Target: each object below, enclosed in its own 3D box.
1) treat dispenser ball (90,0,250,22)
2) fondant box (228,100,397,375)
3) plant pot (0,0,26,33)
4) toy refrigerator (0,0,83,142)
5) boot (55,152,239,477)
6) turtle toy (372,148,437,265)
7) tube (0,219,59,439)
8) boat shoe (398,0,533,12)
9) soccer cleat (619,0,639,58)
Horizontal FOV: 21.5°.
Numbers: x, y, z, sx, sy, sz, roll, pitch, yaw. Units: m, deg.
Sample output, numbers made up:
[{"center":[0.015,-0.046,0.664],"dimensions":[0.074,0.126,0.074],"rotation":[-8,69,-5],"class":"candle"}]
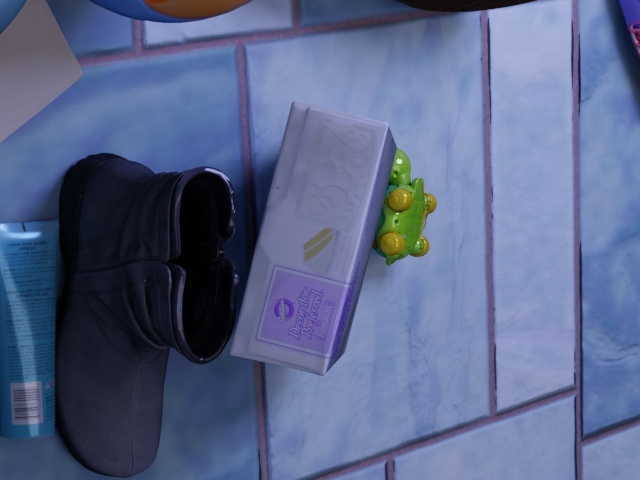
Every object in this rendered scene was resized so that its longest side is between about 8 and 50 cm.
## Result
[{"center":[-0.132,-0.336,1.485],"dimensions":[0.288,0.288,0.288],"rotation":[-9,105,-38],"class":"treat dispenser ball"},{"center":[0.000,0.000,1.660],"dimensions":[0.330,0.096,0.238],"rotation":[7,97,-85],"class":"fondant box"},{"center":[-0.358,-0.251,1.335],"dimensions":[0.235,0.293,0.293],"rotation":[-34,121,-49],"class":"plant pot"},{"center":[-0.351,-0.115,1.485],"dimensions":[0.269,0.094,0.102],"rotation":[-44,130,-23],"class":"toy refrigerator"},{"center":[-0.164,0.089,1.589],"dimensions":[0.118,0.222,0.338],"rotation":[-12,107,-33],"class":"boot"},{"center":[0.082,-0.037,1.867],"dimensions":[0.095,0.066,0.130],"rotation":[6,93,-63],"class":"turtle toy"},{"center":[-0.283,0.085,1.612],"dimensions":[0.080,0.052,0.207],"rotation":[-5,97,-43],"class":"tube"},{"center":[0.102,-0.318,1.787],"dimensions":[0.342,0.123,0.123],"rotation":[3,86,-25],"class":"boat shoe"},{"center":[0.428,-0.230,2.104],"dimensions":[0.095,0.083,0.248],"rotation":[-51,129,-14],"class":"soccer cleat"}]
